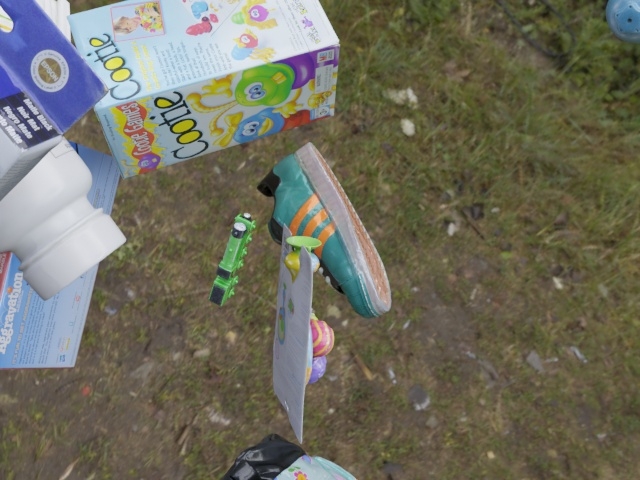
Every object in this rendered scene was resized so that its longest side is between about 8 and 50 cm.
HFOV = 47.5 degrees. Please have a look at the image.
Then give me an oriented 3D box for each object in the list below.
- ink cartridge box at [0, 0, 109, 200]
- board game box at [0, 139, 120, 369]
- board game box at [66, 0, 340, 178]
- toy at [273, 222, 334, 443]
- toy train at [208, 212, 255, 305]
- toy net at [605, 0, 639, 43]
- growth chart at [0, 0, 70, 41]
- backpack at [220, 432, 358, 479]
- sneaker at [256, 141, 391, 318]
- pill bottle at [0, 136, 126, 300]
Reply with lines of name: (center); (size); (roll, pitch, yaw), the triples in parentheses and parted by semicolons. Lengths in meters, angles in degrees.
ink cartridge box: (-0.304, -0.119, 0.527); (0.223, 0.224, 0.045); (50, 17, -3)
board game box: (-0.331, 0.018, 0.897); (0.027, 0.145, 0.282); (11, 86, 26)
board game box: (-0.133, -0.203, 0.867); (0.275, 0.142, 0.144); (-18, 66, -11)
toy: (-0.017, 0.109, 0.900); (0.056, 0.137, 0.237); (-5, 109, -16)
toy train: (-0.070, 0.016, 0.566); (0.017, 0.083, 0.024); (25, 32, 8)
toy net: (0.353, -0.297, 0.709); (0.122, 0.232, 0.045); (48, 50, 3)
growth chart: (-0.406, -0.304, 0.882); (0.237, 0.021, 0.172); (27, 45, -37)
backpack: (0.003, 0.224, 0.465); (0.182, 0.152, 0.115); (37, 29, 14)
sneaker: (0.000, 0.000, 1.052); (0.108, 0.121, 0.302); (42, 19, -54)
pill bottle: (-0.304, -0.060, 0.719); (0.229, 0.131, 0.131); (54, 53, -10)
